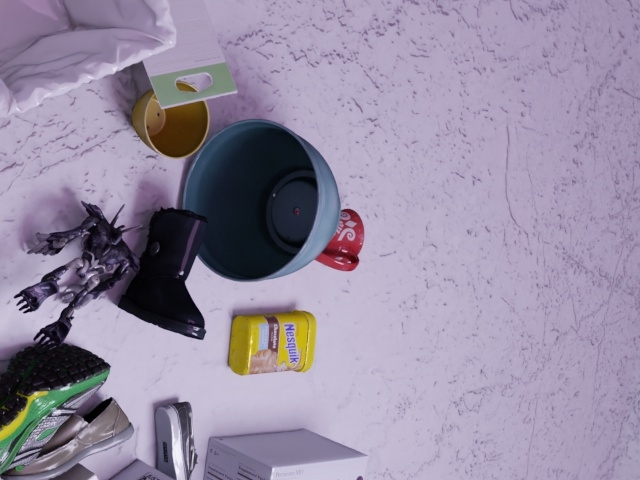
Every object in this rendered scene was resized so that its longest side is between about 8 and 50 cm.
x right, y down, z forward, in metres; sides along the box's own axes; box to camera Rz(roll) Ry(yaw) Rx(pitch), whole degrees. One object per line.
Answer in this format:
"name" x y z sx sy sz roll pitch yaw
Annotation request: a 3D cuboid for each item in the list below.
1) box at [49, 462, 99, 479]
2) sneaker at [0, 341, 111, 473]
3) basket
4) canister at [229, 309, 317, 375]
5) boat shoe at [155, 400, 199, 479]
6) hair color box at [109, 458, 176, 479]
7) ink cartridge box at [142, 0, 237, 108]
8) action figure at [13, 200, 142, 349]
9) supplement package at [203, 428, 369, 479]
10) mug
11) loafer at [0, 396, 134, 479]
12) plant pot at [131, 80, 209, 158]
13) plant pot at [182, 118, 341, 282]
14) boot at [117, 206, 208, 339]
"box" -0.498 0.490 1.703 0.275 0.113 0.094 -33 119 -32
"sneaker" -0.481 0.280 1.655 0.343 0.134 0.146 -33 139 -50
"basket" -0.442 -0.387 1.467 0.331 0.266 0.328 -32 119 -35
"canister" -0.097 0.207 2.042 0.170 0.073 0.126 0 98 -41
"boat shoe" -0.265 0.416 1.925 0.070 0.077 0.219 -9 103 -40
"hair color box" -0.396 0.554 1.757 0.374 0.185 0.114 -34 120 -33
"ink cartridge box" -0.258 -0.342 1.737 0.171 0.056 0.235 -20 91 -39
"action figure" -0.407 0.045 1.683 0.164 0.141 0.276 61 33 -23
"supplement package" -0.070 0.481 2.032 0.261 0.204 0.145 4 95 -43
"mug" 0.001 -0.010 2.042 0.169 0.150 0.113 4 102 -39
"loafer" -0.443 0.341 1.748 0.251 0.094 0.087 -21 101 -43
"plant pot" -0.276 -0.214 1.773 0.134 0.095 0.134 -11 106 -41
"plant pot" -0.081 -0.063 1.878 0.196 0.293 0.293 11 91 -60
"boot" -0.249 0.049 1.753 0.094 0.246 0.207 24 85 -36
